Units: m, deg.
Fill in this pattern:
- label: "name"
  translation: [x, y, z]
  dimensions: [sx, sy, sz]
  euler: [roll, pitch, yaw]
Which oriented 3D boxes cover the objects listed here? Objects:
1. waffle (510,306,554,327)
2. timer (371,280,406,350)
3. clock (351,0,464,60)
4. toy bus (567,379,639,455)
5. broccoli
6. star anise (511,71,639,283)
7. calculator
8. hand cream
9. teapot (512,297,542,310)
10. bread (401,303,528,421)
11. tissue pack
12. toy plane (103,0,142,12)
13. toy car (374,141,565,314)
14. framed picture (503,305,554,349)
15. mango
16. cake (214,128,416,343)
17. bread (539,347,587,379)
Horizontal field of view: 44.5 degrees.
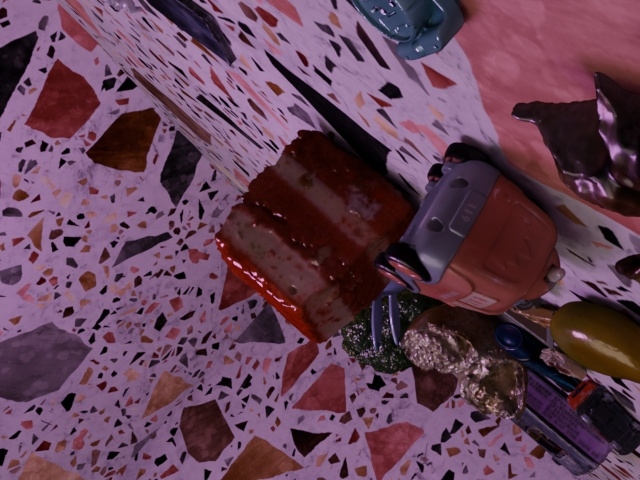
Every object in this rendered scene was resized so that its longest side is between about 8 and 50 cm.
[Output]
- label: "waffle"
  translation: [0.405, 0.149, 1.354]
  dimensions: [0.097, 0.023, 0.152]
  euler: [46, 161, -29]
- label: "timer"
  translation: [0.122, 0.088, 1.699]
  dimensions: [0.175, 0.256, 0.175]
  euler: [16, -170, -3]
- label: "clock"
  translation: [0.066, -0.243, 0.760]
  dimensions: [0.147, 0.045, 0.108]
  euler: [43, 172, -15]
- label: "toy bus"
  translation: [0.586, 0.363, 1.610]
  dimensions: [0.174, 0.079, 0.077]
  euler: [43, -178, -19]
- label: "broccoli"
  translation: [0.193, 0.202, 2.057]
  dimensions: [0.304, 0.321, 0.284]
  euler: [66, -173, -52]
- label: "star anise"
  translation: [0.295, -0.024, 0.622]
  dimensions: [0.292, 0.109, 0.349]
  euler: [48, 173, -13]
- label: "calculator"
  translation: [-0.276, -0.443, 1.501]
  dimensions: [0.261, 0.021, 0.161]
  euler: [39, 173, 19]
- label: "hand cream"
  translation: [0.474, 0.263, 1.672]
  dimensions: [0.270, 0.061, 0.120]
  euler: [38, 176, -33]
- label: "teapot"
  translation: [0.288, 0.059, 1.316]
  dimensions: [0.107, 0.077, 0.200]
  euler: [42, 174, -36]
- label: "bread"
  translation: [0.354, 0.251, 1.762]
  dimensions: [0.314, 0.192, 0.171]
  euler: [41, 131, 4]
- label: "tissue pack"
  translation: [0.566, 0.439, 2.006]
  dimensions: [0.361, 0.122, 0.259]
  euler: [41, 170, 17]
- label: "toy plane"
  translation: [-0.362, -0.489, 1.289]
  dimensions: [0.252, 0.118, 0.252]
  euler: [45, 159, 23]
- label: "toy car"
  translation: [0.211, 0.009, 1.060]
  dimensions: [0.212, 0.181, 0.270]
  euler: [31, 172, 1]
- label: "framed picture"
  translation: [0.343, 0.100, 1.522]
  dimensions: [0.273, 0.016, 0.216]
  euler: [38, 173, 25]
- label: "mango"
  translation: [0.419, 0.144, 1.133]
  dimensions: [0.191, 0.085, 0.122]
  euler: [14, 144, 55]
- label: "cake"
  translation: [0.000, 0.000, 1.504]
  dimensions: [0.269, 0.319, 0.270]
  euler: [40, 174, 22]
- label: "bread"
  translation: [0.487, 0.248, 1.562]
  dimensions: [0.070, 0.035, 0.083]
  euler: [32, 174, -23]
